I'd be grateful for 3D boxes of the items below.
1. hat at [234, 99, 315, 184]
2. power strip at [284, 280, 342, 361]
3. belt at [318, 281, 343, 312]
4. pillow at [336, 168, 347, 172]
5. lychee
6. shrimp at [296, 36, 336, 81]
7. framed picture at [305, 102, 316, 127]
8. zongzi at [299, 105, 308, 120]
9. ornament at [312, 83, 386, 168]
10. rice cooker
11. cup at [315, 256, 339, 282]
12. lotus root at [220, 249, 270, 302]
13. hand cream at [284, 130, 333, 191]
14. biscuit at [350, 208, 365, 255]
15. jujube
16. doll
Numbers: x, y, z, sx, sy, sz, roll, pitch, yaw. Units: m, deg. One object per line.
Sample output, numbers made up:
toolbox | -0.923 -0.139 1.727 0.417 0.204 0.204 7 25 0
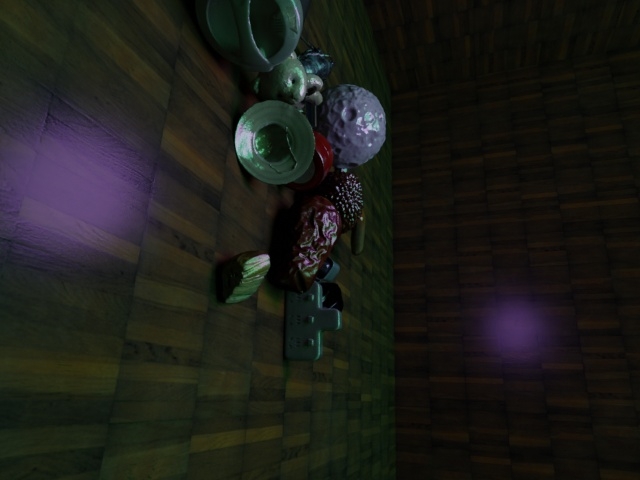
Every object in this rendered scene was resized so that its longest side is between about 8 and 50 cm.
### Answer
hat | -0.151 -0.295 1.334 0.110 0.251 0.252 -165 -115 -66
power strip | -0.025 0.267 1.466 0.059 0.193 0.265 38 49 -68
belt | 0.001 0.234 1.620 0.198 0.151 0.078 -52 139 -50
pillow | 0.106 -0.332 2.176 0.055 0.091 0.136 5 80 -27
lychee | 0.056 -0.156 1.668 0.271 0.271 0.272 -4 90 -71
shrimp | -0.026 -0.715 1.747 0.372 0.137 0.172 -59 157 -57
framed picture | -0.067 -0.486 1.636 0.011 0.109 0.149 22 65 -66
zongzi | -0.121 -0.516 1.554 0.184 0.084 0.188 11 69 -60
ornament | 0.101 -0.449 1.773 0.337 0.336 0.338 -4 90 -71
rice cooker | -0.167 -0.615 1.136 0.288 0.288 0.277 60 32 -51
cup | 0.004 0.121 1.736 0.128 0.095 0.129 -55 158 0
lotus root | -0.210 0.087 1.149 0.160 0.095 0.135 -57 163 18
hand cream | -0.060 -0.271 1.492 0.125 0.192 0.193 -64 145 -57
biscuit | 0.159 -0.096 1.949 0.291 0.062 0.237 85 1 -54
jujube | -0.049 0.013 1.463 0.342 0.216 0.216 -67 150 -27
doll | -0.082 -0.461 1.365 0.149 0.175 0.278 51 16 16
